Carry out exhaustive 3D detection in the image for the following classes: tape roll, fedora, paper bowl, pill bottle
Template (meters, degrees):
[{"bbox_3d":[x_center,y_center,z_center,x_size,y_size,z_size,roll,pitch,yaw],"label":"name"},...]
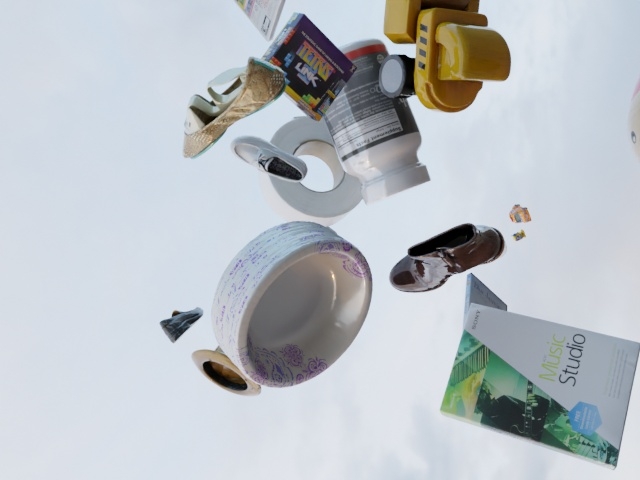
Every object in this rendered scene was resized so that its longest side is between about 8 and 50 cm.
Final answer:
[{"bbox_3d":[-0.017,-0.179,1.712,0.285,0.100,0.287,5,-107,-16],"label":"tape roll"},{"bbox_3d":[-0.202,0.281,1.494,0.079,0.194,0.194,-60,-43,-32],"label":"fedora"},{"bbox_3d":[-0.058,0.099,1.136,0.284,0.148,0.285,-20,-53,-29],"label":"paper bowl"},{"bbox_3d":[0.123,-0.282,1.588,0.210,0.210,0.363,-21,-90,-53],"label":"pill bottle"}]

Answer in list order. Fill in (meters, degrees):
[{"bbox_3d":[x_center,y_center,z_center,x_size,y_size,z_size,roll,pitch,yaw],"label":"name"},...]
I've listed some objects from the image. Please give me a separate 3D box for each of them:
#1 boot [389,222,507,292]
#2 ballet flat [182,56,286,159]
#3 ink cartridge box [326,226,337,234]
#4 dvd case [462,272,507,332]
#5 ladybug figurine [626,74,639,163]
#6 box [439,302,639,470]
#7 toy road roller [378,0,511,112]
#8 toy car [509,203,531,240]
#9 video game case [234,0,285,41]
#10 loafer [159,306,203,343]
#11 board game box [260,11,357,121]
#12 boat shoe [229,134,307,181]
[{"bbox_3d":[0.195,0.026,1.157,0.206,0.248,0.090,13,-120,-56],"label":"boot"},{"bbox_3d":[-0.135,-0.180,0.868,0.067,0.206,0.073,35,-140,-33],"label":"ballet flat"},{"bbox_3d":[0.000,0.000,1.932,0.179,0.145,0.045,31,-115,-46],"label":"ink cartridge box"},{"bbox_3d":[0.490,0.237,1.933,0.180,0.022,0.253,39,-140,-20],"label":"dvd case"},{"bbox_3d":[0.684,-0.279,1.131,0.449,0.161,0.305,-48,-60,-12],"label":"ladybug figurine"},{"bbox_3d":[0.411,0.265,1.238,0.233,0.321,0.058,-69,-28,-19],"label":"box"},{"bbox_3d":[0.277,-0.436,1.373,0.202,0.240,0.330,-6,-75,-33],"label":"toy road roller"},{"bbox_3d":[0.468,-0.031,1.530,0.040,0.060,0.122,-28,-51,-5],"label":"toy car"},{"bbox_3d":[-0.160,-0.656,1.684,0.023,0.212,0.193,-31,-103,-30],"label":"video game case"},{"bbox_3d":[-0.344,0.195,1.637,0.061,0.062,0.170,45,-165,-1],"label":"loafer"},{"bbox_3d":[-0.027,-0.348,1.322,0.170,0.048,0.141,35,-89,-36],"label":"board game box"},{"bbox_3d":[-0.117,-0.177,1.458,0.066,0.184,0.063,-59,10,20],"label":"boat shoe"}]
